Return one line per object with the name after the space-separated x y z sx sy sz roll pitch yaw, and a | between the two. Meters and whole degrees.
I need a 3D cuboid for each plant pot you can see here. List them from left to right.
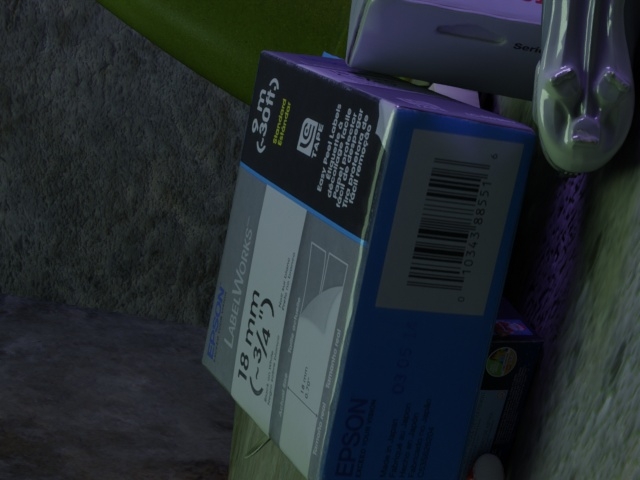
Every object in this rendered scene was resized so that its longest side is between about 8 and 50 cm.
-0.054 -0.297 1.292 0.366 0.353 0.366 -158 90 -87 | plant pot

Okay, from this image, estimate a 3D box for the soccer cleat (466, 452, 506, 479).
0.107 0.179 0.873 0.035 0.029 0.083 -158 75 -75 | soccer cleat

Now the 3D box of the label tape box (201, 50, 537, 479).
0.000 0.000 0.949 0.334 0.106 0.240 -146 65 -62 | label tape box

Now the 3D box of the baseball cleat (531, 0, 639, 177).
0.151 -0.138 0.776 0.109 0.072 0.205 92 -169 -86 | baseball cleat

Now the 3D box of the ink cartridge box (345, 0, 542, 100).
0.104 -0.209 0.938 0.087 0.153 0.208 109 170 -59 | ink cartridge box

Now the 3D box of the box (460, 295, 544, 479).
0.067 0.080 0.977 0.233 0.044 0.159 -127 44 -56 | box

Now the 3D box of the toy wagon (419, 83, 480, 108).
0.092 -0.020 1.142 0.344 0.068 0.267 134 145 -80 | toy wagon

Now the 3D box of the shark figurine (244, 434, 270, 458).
-0.012 0.207 1.640 0.166 0.116 0.278 -47 16 -1 | shark figurine
